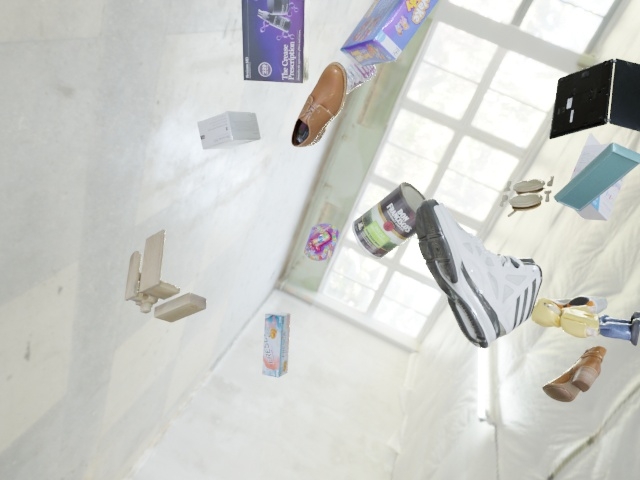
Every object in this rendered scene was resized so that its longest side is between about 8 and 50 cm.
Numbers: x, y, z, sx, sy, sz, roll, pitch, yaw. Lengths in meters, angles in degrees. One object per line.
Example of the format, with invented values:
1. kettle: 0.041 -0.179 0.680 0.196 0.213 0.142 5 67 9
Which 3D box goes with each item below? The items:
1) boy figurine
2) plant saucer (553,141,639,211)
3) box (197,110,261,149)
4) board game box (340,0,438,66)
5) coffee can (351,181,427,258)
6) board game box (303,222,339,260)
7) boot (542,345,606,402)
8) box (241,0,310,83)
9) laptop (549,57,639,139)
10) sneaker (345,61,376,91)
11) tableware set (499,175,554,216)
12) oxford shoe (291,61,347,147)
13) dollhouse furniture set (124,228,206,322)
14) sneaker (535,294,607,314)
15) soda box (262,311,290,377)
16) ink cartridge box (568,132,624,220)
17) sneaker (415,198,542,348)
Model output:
1. boy figurine: 0.792 0.235 1.458 0.177 0.285 0.092 -29 122 -51
2. plant saucer: 0.538 -0.116 0.950 0.192 0.067 0.018 107 8 -64
3. box: -0.379 -0.456 2.018 0.182 0.181 0.119 -19 99 -56
4. board game box: 0.218 -0.626 1.268 0.347 0.078 0.233 -54 -156 2
5. coffee can: 0.293 -0.078 1.976 0.275 0.201 0.201 -39 -171 32
6. board game box: 0.000 0.000 1.981 0.033 0.133 0.169 48 56 -58
7. boot: 0.762 0.397 1.444 0.152 0.073 0.197 -41 172 -31
8. box: -0.129 -0.600 1.408 0.103 0.184 0.261 -67 161 -64
9. laptop: 0.852 -0.401 1.442 0.264 0.136 0.234 -10 -123 52
10. sneaker: 0.115 -0.633 1.916 0.236 0.095 0.104 -36 -178 -19
11. tableware set: 0.573 -0.121 1.340 0.194 0.128 0.039 -47 125 -51
12. oxford shoe: -0.006 -0.288 1.064 0.076 0.076 0.212 -35 159 -50
13. dollhouse furniture set: -0.328 0.082 1.039 0.151 0.144 0.123 33 43 -46
14. sneaker: 0.888 0.246 1.720 0.262 0.121 0.099 158 -73 -63
15. soda box: -0.130 0.306 1.435 0.063 0.058 0.183 2 90 -68
16. ink cartridge box: 0.644 -0.150 1.123 0.061 0.104 0.181 9 -109 59
17. sneaker: 0.459 0.055 1.391 0.257 0.448 0.169 -25 -178 -12
